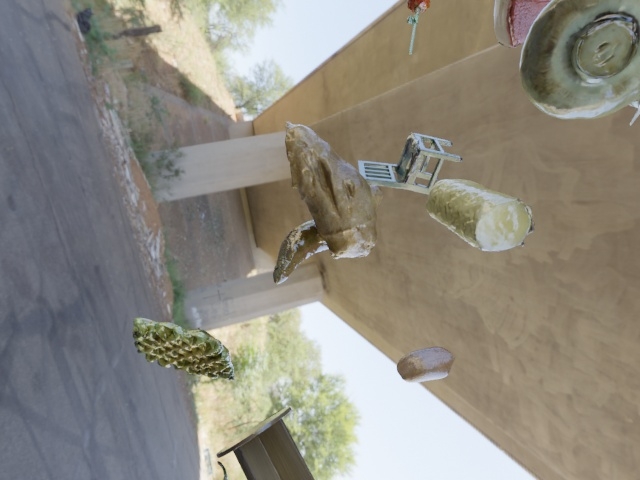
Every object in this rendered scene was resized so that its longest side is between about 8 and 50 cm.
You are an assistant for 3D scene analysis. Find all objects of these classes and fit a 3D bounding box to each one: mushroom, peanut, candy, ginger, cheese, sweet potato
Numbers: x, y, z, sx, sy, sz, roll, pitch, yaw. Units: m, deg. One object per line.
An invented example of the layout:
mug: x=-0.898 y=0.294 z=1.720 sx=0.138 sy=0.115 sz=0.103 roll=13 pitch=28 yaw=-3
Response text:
mushroom: x=0.698 y=-0.484 z=1.054 sx=0.260 sy=0.353 sz=0.351 roll=-41 pitch=124 yaw=-65
peanut: x=0.255 y=0.302 z=1.002 sx=0.076 sy=0.152 sz=0.076 roll=171 pitch=-90 yaw=-76
candy: x=0.314 y=-0.722 z=1.361 sx=0.084 sy=0.078 sz=0.287 roll=73 pitch=28 yaw=-67
ginger: x=0.021 y=-0.113 z=0.934 sx=0.354 sy=0.190 sz=0.126 roll=52 pitch=10 yaw=-15
cheese: x=0.280 y=-0.054 z=0.740 sx=0.167 sy=0.123 sz=0.093 roll=-122 pitch=-154 yaw=-62
sweet potato: x=0.000 y=-0.003 z=1.043 sx=0.124 sy=0.310 sz=0.098 roll=48 pitch=-26 yaw=46

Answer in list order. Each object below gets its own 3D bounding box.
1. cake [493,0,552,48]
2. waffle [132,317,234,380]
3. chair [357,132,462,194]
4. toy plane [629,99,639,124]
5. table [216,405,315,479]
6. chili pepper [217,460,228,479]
cake: x=0.738 y=-0.822 z=1.429 sx=0.159 sy=0.262 sz=0.158 roll=51 pitch=17 yaw=-31
waffle: x=-0.281 y=0.226 z=0.855 sx=0.223 sy=0.204 sz=0.054 roll=92 pitch=8 yaw=-52
chair: x=0.261 y=-0.241 z=1.243 sx=0.136 sy=0.271 sz=0.147 roll=-87 pitch=-171 yaw=-55
toy plane: x=0.968 y=-0.440 z=1.220 sx=0.160 sy=0.082 sz=0.234 roll=49 pitch=3 yaw=36
table: x=-0.075 y=0.471 z=0.800 sx=0.226 sy=0.167 sz=0.167 roll=58 pitch=-19 yaw=14
chili pepper: x=-0.243 y=0.589 z=0.861 sx=0.278 sy=0.065 sz=0.122 roll=-52 pitch=-121 yaw=18
